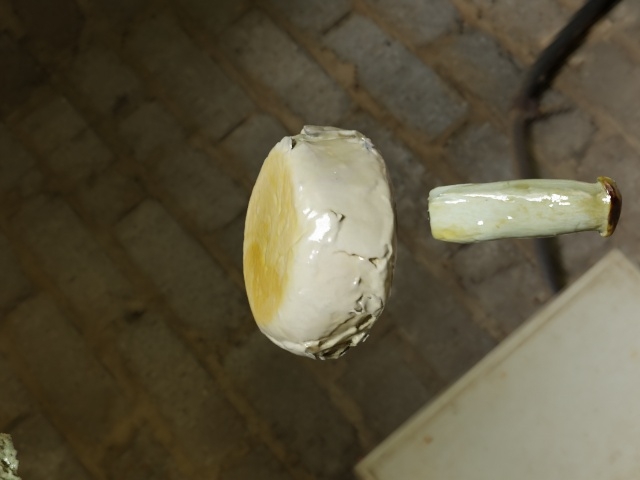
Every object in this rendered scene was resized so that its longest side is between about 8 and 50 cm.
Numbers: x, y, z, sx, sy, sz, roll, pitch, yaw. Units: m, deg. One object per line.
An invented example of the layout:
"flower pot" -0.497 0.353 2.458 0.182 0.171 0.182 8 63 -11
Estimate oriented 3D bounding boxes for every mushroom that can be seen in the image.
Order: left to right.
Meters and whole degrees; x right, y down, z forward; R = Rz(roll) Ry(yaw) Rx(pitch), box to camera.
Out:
"mushroom" 0.324 -0.048 2.007 0.081 0.312 0.100 -20 -74 -68

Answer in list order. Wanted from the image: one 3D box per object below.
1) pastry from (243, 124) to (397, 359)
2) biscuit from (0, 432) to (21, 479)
"pastry" 0.000 0.002 1.422 0.133 0.265 0.265 6 -172 -16
"biscuit" -0.413 0.387 1.599 0.036 0.187 0.273 16 -166 -32
